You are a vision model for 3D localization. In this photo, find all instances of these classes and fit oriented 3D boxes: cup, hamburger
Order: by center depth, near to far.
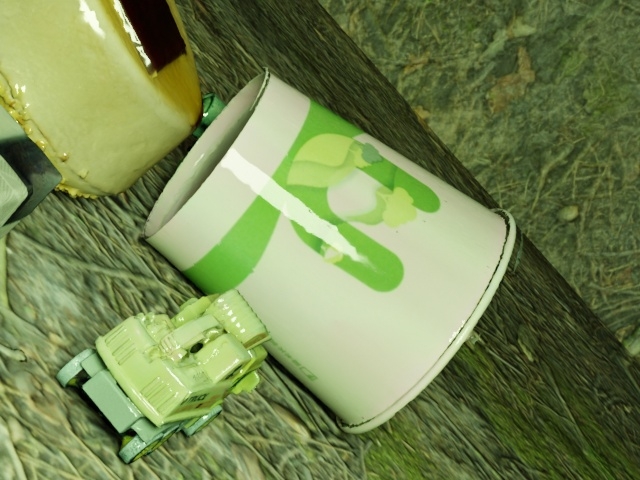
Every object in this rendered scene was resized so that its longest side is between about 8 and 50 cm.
[{"bbox_3d":[-0.221,-0.176,1.529,0.302,0.170,0.302,-23,90,-78],"label":"hamburger"},{"bbox_3d":[0.000,0.000,1.648,0.274,0.253,0.253,37,15,-12],"label":"cup"}]

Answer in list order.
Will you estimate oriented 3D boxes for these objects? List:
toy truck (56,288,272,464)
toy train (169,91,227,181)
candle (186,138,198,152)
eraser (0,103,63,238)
[{"bbox_3d":[-0.099,0.085,1.310,0.085,0.116,0.191,51,14,8],"label":"toy truck"},{"bbox_3d":[-0.034,-0.008,1.834,0.307,0.126,0.189,43,53,-21],"label":"toy train"},{"bbox_3d":[-0.082,-0.063,1.937,0.131,0.052,0.052,49,13,0],"label":"candle"},{"bbox_3d":[-0.274,-0.021,1.101,0.098,0.096,0.404,47,14,1],"label":"eraser"}]
